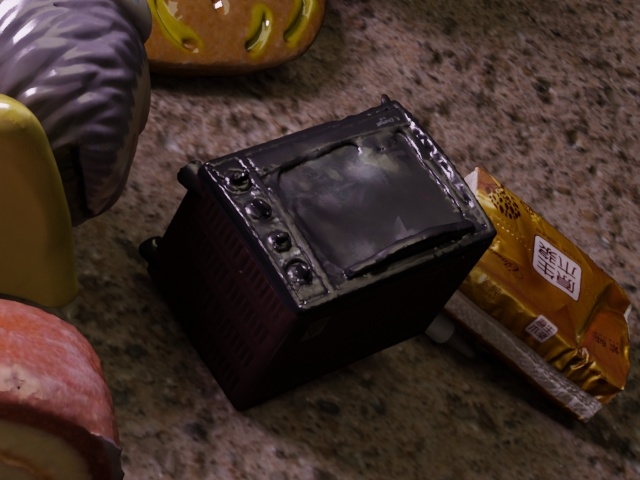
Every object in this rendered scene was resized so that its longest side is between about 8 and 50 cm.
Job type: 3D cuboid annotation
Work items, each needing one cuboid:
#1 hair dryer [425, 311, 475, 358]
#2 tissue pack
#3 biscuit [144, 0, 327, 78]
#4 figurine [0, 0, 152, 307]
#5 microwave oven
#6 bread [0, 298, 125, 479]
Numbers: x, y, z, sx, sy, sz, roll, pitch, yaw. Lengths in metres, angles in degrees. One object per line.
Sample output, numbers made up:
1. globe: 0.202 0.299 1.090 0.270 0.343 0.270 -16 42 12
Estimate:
1. hair dryer: 0.078 0.065 1.907 0.183 0.044 0.155 46 37 5
2. tissue pack: 0.209 0.055 1.969 0.226 0.092 0.183 37 32 -14
3. biscuit: -0.168 -0.326 2.026 0.394 0.070 0.350 -10 71 -42
4. figurine: -0.301 -0.178 1.579 0.361 0.266 0.378 18 53 -3
5. microwave oven: 0.001 0.002 1.732 0.247 0.188 0.178 -22 64 -35
6. bread: -0.262 0.140 1.387 0.244 0.190 0.123 12 29 -28
